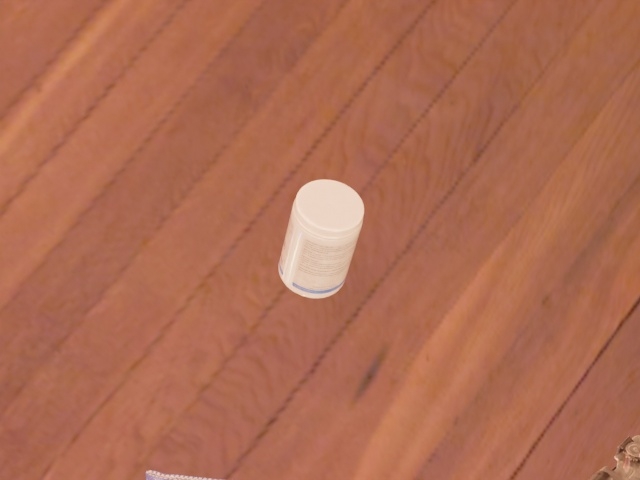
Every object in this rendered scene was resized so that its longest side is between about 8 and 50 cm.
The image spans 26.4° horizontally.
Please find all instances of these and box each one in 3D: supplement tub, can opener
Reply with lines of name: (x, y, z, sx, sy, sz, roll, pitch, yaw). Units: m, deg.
supplement tub: (0.000, 0.000, 1.345, 0.071, 0.107, 0.071, 7, 49, -8)
can opener: (0.370, 0.352, 1.769, 0.076, 0.095, 0.283, 29, 47, 31)

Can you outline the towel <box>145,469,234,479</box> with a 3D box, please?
towel: (-0.031, 0.375, 1.328, 0.243, 0.335, 0.040, -3, 22, 38)
